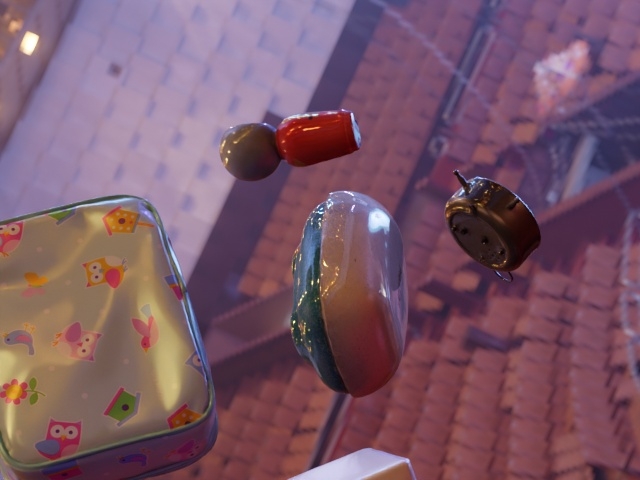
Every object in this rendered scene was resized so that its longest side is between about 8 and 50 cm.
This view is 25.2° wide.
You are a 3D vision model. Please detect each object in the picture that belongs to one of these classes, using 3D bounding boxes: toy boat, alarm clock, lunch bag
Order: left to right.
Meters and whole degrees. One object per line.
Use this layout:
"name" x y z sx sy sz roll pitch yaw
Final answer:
"lunch bag" -0.228 0.097 1.348 0.108 0.224 0.279 88 163 -58
"toy boat" 0.000 0.000 1.566 0.267 0.148 0.318 -80 -24 -57
"alarm clock" 0.230 -0.004 1.915 0.064 0.129 0.192 -47 -39 -21

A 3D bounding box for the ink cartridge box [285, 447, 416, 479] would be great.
"ink cartridge box" 0.011 0.290 1.008 0.172 0.237 0.100 -19 2 -15
